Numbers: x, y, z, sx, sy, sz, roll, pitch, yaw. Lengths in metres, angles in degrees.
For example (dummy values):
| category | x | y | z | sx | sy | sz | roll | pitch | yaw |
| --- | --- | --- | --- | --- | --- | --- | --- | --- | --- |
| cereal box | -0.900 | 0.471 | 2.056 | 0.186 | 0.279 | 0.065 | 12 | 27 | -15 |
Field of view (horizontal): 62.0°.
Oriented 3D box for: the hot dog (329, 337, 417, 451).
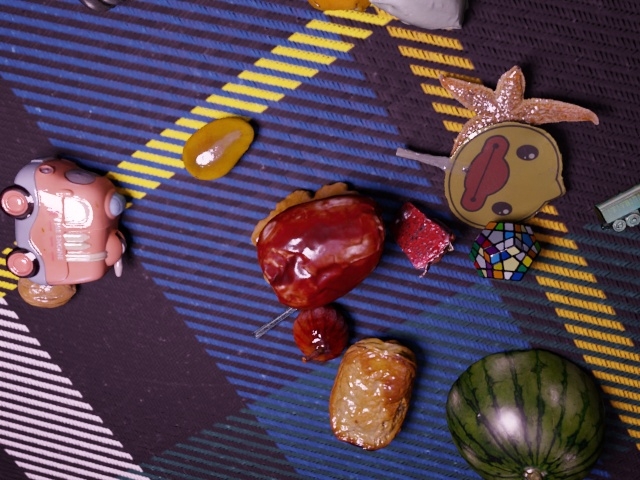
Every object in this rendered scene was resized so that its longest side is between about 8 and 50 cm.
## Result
| category | x | y | z | sx | sy | sz | roll | pitch | yaw |
| --- | --- | --- | --- | --- | --- | --- | --- | --- | --- |
| hot dog | 0.118 | 0.319 | 1.164 | 0.175 | 0.114 | 0.259 | 18 | 106 | 7 |

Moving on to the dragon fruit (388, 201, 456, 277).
| category | x | y | z | sx | sy | sz | roll | pitch | yaw |
| --- | --- | --- | --- | --- | --- | --- | --- | --- | --- |
| dragon fruit | 0.211 | 0.001 | 1.066 | 0.102 | 0.096 | 0.147 | -45 | 53 | 13 |

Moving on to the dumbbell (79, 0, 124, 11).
| category | x | y | z | sx | sy | sz | roll | pitch | yaw |
| --- | --- | --- | --- | --- | --- | --- | --- | --- | --- |
| dumbbell | -0.280 | -0.517 | 0.935 | 0.405 | 0.179 | 0.179 | -4 | 106 | 9 |

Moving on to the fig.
| category | x | y | z | sx | sy | sz | roll | pitch | yaw |
| --- | --- | --- | --- | --- | --- | --- | --- | --- | --- |
| fig | -0.004 | 0.195 | 1.133 | 0.128 | 0.150 | 0.129 | -4 | 76 | 18 |

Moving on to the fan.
| category | x | y | z | sx | sy | sz | roll | pitch | yaw |
| --- | --- | --- | --- | --- | --- | --- | --- | --- | --- |
| fan | 0.308 | -0.129 | 1.026 | 0.334 | 0.011 | 0.230 | 14 | 123 | 2 |

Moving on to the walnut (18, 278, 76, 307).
| category | x | y | z | sx | sy | sz | roll | pitch | yaw |
| --- | --- | --- | --- | --- | --- | --- | --- | --- | --- |
| walnut | -0.619 | 0.105 | 1.208 | 0.124 | 0.105 | 0.105 | 13 | 108 | -12 |

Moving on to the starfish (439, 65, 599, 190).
| category | x | y | z | sx | sy | sz | roll | pitch | yaw |
| --- | --- | --- | --- | --- | --- | --- | --- | --- | --- |
| starfish | 0.352 | -0.212 | 1.004 | 0.294 | 0.048 | 0.231 | 13 | 119 | 8 |

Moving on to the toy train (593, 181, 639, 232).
| category | x | y | z | sx | sy | sz | roll | pitch | yaw |
| --- | --- | --- | --- | --- | --- | --- | --- | --- | --- |
| toy train | 0.603 | -0.069 | 1.020 | 0.147 | 0.038 | 0.071 | -31 | 97 | 16 |

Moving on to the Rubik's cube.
| category | x | y | z | sx | sy | sz | roll | pitch | yaw |
| --- | --- | --- | --- | --- | --- | --- | --- | --- | --- |
| Rubik's cube | 0.357 | 0.021 | 1.036 | 0.133 | 0.133 | 0.112 | 46 | 140 | -7 |

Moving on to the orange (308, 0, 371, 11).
| category | x | y | z | sx | sy | sz | roll | pitch | yaw |
| --- | --- | --- | --- | --- | --- | --- | --- | --- | --- |
| orange | 0.036 | -0.460 | 0.921 | 0.154 | 0.154 | 0.134 | -6 | 96 | 9 |

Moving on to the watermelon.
| category | x | y | z | sx | sy | sz | roll | pitch | yaw |
| --- | --- | --- | --- | --- | --- | --- | --- | --- | --- |
| watermelon | 0.436 | 0.400 | 1.110 | 0.330 | 0.189 | 0.331 | 0 | 106 | 1 |

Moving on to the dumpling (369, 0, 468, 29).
| category | x | y | z | sx | sy | sz | roll | pitch | yaw |
| --- | --- | --- | --- | --- | --- | --- | --- | --- | --- |
| dumpling | 0.170 | -0.441 | 0.924 | 0.216 | 0.105 | 0.149 | -6 | 72 | -29 |

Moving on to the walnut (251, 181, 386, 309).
| category | x | y | z | sx | sy | sz | roll | pitch | yaw |
| --- | --- | --- | --- | --- | --- | --- | --- | --- | --- |
| walnut | 0.000 | 0.000 | 1.050 | 0.268 | 0.244 | 0.222 | -24 | 140 | 7 |

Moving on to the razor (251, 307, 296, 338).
| category | x | y | z | sx | sy | sz | roll | pitch | yaw |
| --- | --- | --- | --- | --- | --- | --- | --- | --- | --- |
| razor | -0.082 | 0.161 | 1.183 | 0.190 | 0.033 | 0.066 | -38 | 98 | 17 |

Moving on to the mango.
| category | x | y | z | sx | sy | sz | roll | pitch | yaw |
| --- | --- | --- | --- | --- | --- | --- | --- | --- | --- |
| mango | -0.204 | -0.189 | 1.076 | 0.161 | 0.076 | 0.103 | -33 | 95 | 12 |

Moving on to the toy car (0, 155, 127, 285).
| category | x | y | z | sx | sy | sz | roll | pitch | yaw |
| --- | --- | --- | --- | --- | --- | --- | --- | --- | --- |
| toy car | -0.517 | -0.037 | 1.117 | 0.212 | 0.180 | 0.271 | 3 | 107 | -5 |
